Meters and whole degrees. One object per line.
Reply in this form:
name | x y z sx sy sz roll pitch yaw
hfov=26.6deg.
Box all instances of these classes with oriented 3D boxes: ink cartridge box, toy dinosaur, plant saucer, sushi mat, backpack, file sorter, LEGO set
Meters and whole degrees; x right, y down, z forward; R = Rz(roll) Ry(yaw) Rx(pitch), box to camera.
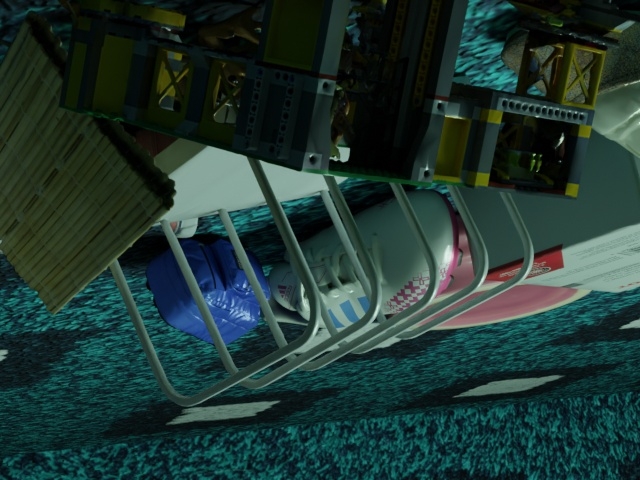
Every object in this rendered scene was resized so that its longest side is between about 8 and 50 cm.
ink cartridge box | 0.301 -0.030 1.370 0.197 0.114 0.273 -22 161 38
toy dinosaur | -0.095 -0.113 0.915 0.211 0.064 0.112 5 161 -43
plant saucer | 0.202 0.041 1.645 0.332 0.084 0.332 -8 166 -2
sushi mat | -0.195 -0.041 0.961 0.019 0.151 0.316 -38 -177 -28
backpack | -0.123 0.045 1.447 0.101 0.098 0.120 -40 147 20
file sorter | 0.000 0.000 1.037 0.278 0.173 0.193 -12 165 -48
LEGO set | 0.028 -0.141 0.775 0.331 0.192 0.255 6 -171 -36

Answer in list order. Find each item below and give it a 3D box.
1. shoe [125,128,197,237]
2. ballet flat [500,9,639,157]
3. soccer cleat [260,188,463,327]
shoe | -0.145 -0.050 1.137 0.081 0.063 0.178 -5 160 -11
ballet flat | 0.285 -0.114 1.054 0.316 0.106 0.107 -2 164 -26
soccer cleat | 0.030 0.035 1.442 0.143 0.116 0.331 -7 167 -24
